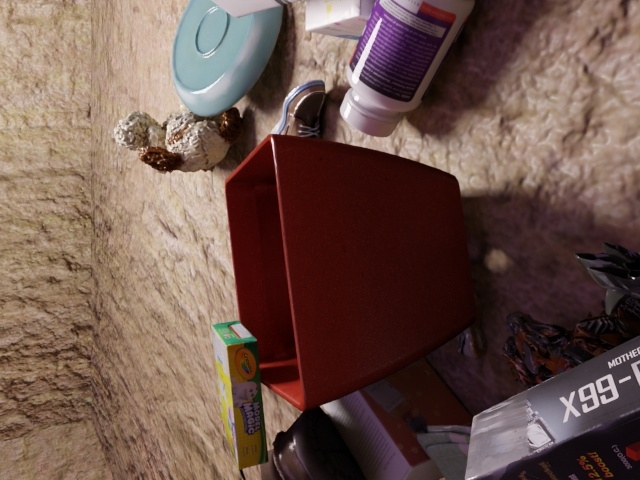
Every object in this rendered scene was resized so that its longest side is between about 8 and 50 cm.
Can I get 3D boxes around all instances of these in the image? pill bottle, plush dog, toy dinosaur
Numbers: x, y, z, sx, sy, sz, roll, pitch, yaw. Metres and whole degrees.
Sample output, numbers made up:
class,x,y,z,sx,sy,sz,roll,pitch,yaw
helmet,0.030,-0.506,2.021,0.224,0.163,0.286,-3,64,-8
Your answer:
class,x,y,z,sx,sy,sz,roll,pitch,yaw
pill bottle,0.097,-0.231,0.674,0.108,0.108,0.193,58,137,33
plush dog,-0.281,-0.213,1.167,0.225,0.262,0.210,39,159,58
toy dinosaur,0.301,0.093,0.431,0.322,0.164,0.218,0,110,32

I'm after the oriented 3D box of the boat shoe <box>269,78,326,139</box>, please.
class,x,y,z,sx,sy,sz,roll,pitch,yaw
boat shoe,-0.029,-0.196,0.912,0.066,0.066,0.183,67,152,16

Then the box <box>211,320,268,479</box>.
class,x,y,z,sx,sy,sz,roll,pitch,yaw
box,-0.102,0.201,0.682,0.105,0.043,0.179,-163,69,-68

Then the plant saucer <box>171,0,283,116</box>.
class,x,y,z,sx,sy,sz,roll,pitch,yaw
plant saucer,-0.199,-0.400,1.048,0.318,0.044,0.317,-12,71,39

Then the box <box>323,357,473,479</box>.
class,x,y,z,sx,sy,sz,roll,pitch,yaw
box,0.101,0.231,0.712,0.170,0.130,0.091,51,135,38

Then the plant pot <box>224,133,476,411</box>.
class,x,y,z,sx,sy,sz,roll,pitch,yaw
plant pot,0.034,0.027,0.662,0.267,0.236,0.267,167,97,-70

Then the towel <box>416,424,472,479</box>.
class,x,y,z,sx,sy,sz,roll,pitch,yaw
towel,0.258,0.284,0.497,0.325,0.038,0.247,-19,103,55

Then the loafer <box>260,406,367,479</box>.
class,x,y,z,sx,sy,sz,roll,pitch,yaw
loafer,-0.016,0.326,0.756,0.133,0.130,0.366,55,172,20

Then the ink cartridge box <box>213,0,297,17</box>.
class,x,y,z,sx,sy,sz,roll,pitch,yaw
ink cartridge box,-0.018,-0.465,0.670,0.395,0.166,0.285,21,82,53

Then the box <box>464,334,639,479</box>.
class,x,y,z,sx,sy,sz,roll,pitch,yaw
box,0.277,0.192,0.312,0.242,0.076,0.307,-38,91,26

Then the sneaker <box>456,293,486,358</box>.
class,x,y,z,sx,sy,sz,roll,pitch,yaw
sneaker,0.179,0.104,0.669,0.037,0.032,0.083,-5,90,55

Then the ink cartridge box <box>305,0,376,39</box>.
class,x,y,z,sx,sy,sz,roll,pitch,yaw
ink cartridge box,0.057,-0.334,0.733,0.143,0.092,0.089,15,106,53
